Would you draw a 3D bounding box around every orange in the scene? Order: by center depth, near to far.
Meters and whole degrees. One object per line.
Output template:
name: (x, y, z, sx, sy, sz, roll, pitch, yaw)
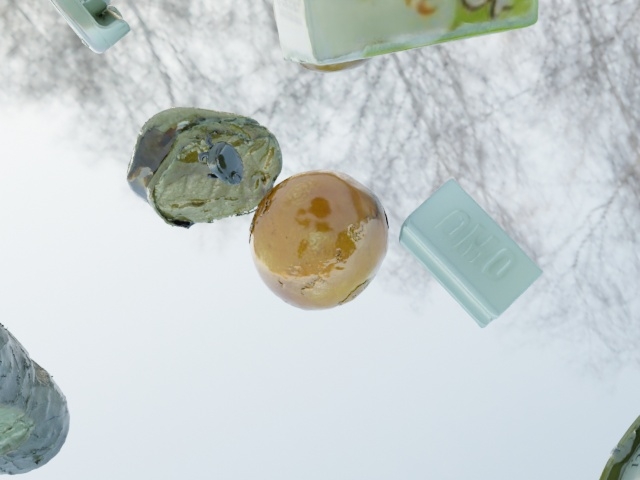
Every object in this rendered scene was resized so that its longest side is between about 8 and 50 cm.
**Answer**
orange: (0.000, 0.000, 1.859, 0.246, 0.246, 0.246, -21, -139, 19)

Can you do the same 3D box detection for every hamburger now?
hamburger: (-0.228, -0.149, 2.101, 0.134, 0.284, 0.265, 58, -47, 42)

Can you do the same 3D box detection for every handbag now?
handbag: (-0.172, -0.135, 1.948, 0.047, 0.111, 0.072, 14, -110, 32)

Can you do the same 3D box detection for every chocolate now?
chocolate: (0.086, -0.343, 1.136, 0.288, 0.301, 0.137, -12, -152, -7)

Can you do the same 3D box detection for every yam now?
yam: (-0.355, 0.147, 1.086, 0.154, 0.254, 0.154, -3, -113, 6)

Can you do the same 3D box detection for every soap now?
soap: (0.219, 0.018, 1.610, 0.119, 0.198, 0.066, -40, 172, -28)

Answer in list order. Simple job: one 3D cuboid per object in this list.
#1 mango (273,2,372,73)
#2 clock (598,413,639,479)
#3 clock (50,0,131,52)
mango: (0.019, -0.321, 1.595, 0.166, 0.136, 0.236, -4, -162, -13)
clock: (0.427, 0.277, 1.344, 0.237, 0.057, 0.237, -56, -179, 1)
clock: (-0.317, -0.325, 1.323, 0.062, 0.191, 0.151, -38, -147, -4)
